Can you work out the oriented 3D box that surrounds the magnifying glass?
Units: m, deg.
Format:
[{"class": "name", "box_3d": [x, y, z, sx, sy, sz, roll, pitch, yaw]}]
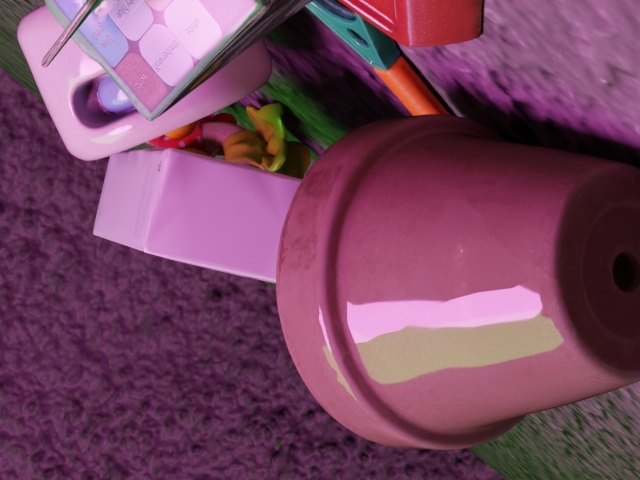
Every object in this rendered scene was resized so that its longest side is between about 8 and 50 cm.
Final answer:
[{"class": "magnifying glass", "box_3d": [0.039, -0.157, 1.156, 0.092, 0.026, 0.231, 27, 164, 52]}]

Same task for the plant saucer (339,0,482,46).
[{"class": "plant saucer", "box_3d": [-0.015, -0.228, 0.924, 0.259, 0.048, 0.258, 36, 171, 13]}]

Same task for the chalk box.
[{"class": "chalk box", "box_3d": [-0.065, -0.160, 0.742, 0.132, 0.213, 0.132, 50, 141, -4]}]

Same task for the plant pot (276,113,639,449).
[{"class": "plant pot", "box_3d": [0.136, 0.025, 1.076, 0.263, 0.263, 0.229, 43, 153, -26]}]

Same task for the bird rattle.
[{"class": "bird rattle", "box_3d": [-0.138, -0.093, 1.674, 0.253, 0.207, 0.143, 22, 145, 34]}]

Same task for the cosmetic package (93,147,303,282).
[{"class": "cosmetic package", "box_3d": [0.000, 0.000, 1.375, 0.377, 0.097, 0.284, 13, -179, -17]}]

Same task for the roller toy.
[{"class": "roller toy", "box_3d": [-0.145, -0.154, 1.249, 0.209, 0.191, 0.146, -3, 112, 62]}]
